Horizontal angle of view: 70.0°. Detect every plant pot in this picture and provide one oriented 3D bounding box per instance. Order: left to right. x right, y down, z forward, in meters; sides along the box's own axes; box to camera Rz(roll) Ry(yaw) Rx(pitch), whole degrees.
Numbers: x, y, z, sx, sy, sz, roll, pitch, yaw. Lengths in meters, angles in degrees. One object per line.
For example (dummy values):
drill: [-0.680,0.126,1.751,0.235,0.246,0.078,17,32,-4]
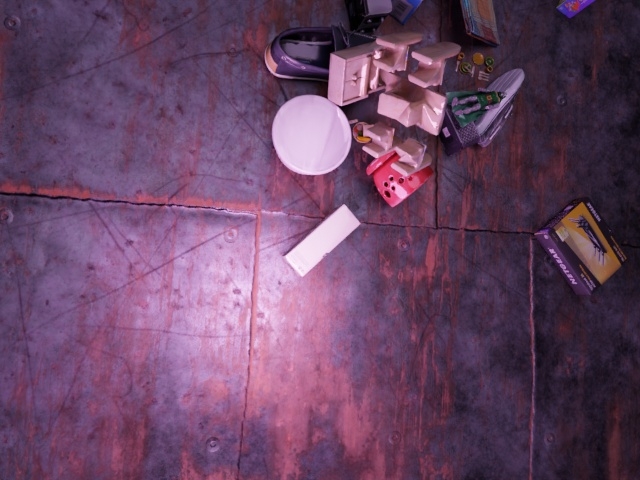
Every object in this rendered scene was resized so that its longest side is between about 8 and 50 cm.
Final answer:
plant pot: [0.273,-0.241,1.608,0.191,0.191,0.174,-40,92,-11]

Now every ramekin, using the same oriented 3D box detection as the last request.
ramekin: [-0.038,-0.350,1.579,0.272,0.127,0.273,1,86,-12]

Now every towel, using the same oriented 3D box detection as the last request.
towel: [0.588,-0.937,1.725,0.271,0.040,0.370,-12,90,-46]

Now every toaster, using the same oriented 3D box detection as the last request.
toaster: [0.166,-0.848,1.634,0.110,0.168,0.186,-10,90,-15]

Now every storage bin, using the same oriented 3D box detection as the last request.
storage bin: [0.497,-0.422,1.700,0.084,0.122,0.180,-26,92,-13]

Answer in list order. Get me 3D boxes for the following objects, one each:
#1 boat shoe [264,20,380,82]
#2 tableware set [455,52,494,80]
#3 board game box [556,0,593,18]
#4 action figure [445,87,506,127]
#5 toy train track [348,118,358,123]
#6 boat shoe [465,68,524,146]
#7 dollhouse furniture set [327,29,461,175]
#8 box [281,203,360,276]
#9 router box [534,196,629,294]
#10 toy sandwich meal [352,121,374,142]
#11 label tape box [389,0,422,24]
boat shoe: [0.059,-0.656,1.605,0.499,0.156,0.187,-4,86,-14]
tableware set: [0.607,-0.692,1.790,0.154,0.024,0.104,13,84,-11]
board game box: [1.115,-1.100,1.817,0.078,0.233,0.347,30,81,-9]
action figure: [0.572,-0.497,1.634,0.232,0.063,0.137,-20,87,-21]
toy train track: [0.098,-0.431,1.670,0.083,0.014,0.048,-16,90,-13]
boat shoe: [0.679,-0.507,1.762,0.119,0.121,0.335,42,83,-31]
dollhouse furniture set: [0.250,-0.476,1.441,0.256,0.362,0.394,-29,51,-30]
box: [0.000,0.000,1.575,0.275,0.113,0.094,-41,96,-10]
router box: [1.036,0.022,1.811,0.243,0.081,0.309,-38,95,-11]
toy sandwich meal: [0.160,-0.397,1.673,0.085,0.029,0.086,1,87,-12]
label tape box: [0.388,-0.992,1.649,0.105,0.240,0.334,33,81,-8]
